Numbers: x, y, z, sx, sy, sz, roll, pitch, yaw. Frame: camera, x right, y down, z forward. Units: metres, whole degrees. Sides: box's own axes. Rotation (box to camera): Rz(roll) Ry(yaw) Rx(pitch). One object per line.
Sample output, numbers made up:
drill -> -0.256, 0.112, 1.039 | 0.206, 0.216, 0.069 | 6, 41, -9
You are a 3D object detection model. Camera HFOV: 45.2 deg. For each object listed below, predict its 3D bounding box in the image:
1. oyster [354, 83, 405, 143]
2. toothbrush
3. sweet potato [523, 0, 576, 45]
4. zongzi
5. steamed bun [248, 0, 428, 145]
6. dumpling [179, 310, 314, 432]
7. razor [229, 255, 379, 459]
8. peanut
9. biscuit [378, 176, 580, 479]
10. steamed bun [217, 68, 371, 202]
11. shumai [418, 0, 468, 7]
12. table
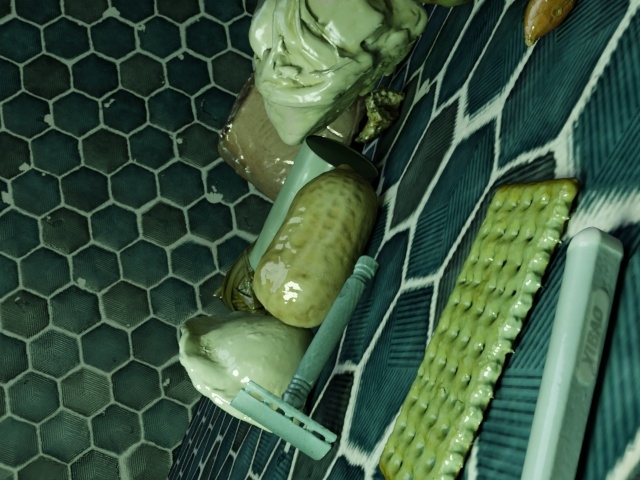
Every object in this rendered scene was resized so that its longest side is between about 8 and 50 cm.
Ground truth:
oyster -> 0.091, -0.197, 1.223 | 0.105, 0.056, 0.177 | -57, -1, 5
toothbrush -> 0.084, 0.143, 0.313 | 0.030, 0.025, 0.342 | -38, 28, 61
sweet potato -> 0.189, -0.197, 0.613 | 0.095, 0.034, 0.034 | -55, 9, 7
zongzi -> -0.052, 0.027, 1.372 | 0.288, 0.134, 0.286 | -51, 14, -9
steamed bun -> -0.005, -0.300, 1.167 | 0.268, 0.207, 0.280 | -39, -1, -16
dumpling -> -0.095, 0.143, 0.986 | 0.252, 0.179, 0.131 | -86, 16, -65
razor -> 0.007, 0.109, 0.827 | 0.232, 0.106, 0.068 | -57, 2, -34
peanut -> 0.000, 0.000, 1.006 | 0.137, 0.122, 0.253 | 110, -177, -67
biscuit -> 0.098, 0.066, 0.507 | 0.139, 0.016, 0.231 | -162, 96, -84
steamed bun -> -0.041, -0.226, 1.537 | 0.301, 0.251, 0.199 | -52, -10, 0
shumai -> 0.156, -0.451, 0.756 | 0.348, 0.395, 0.395 | -39, -11, -38
table -> -0.013, -0.037, 1.192 | 0.126, 0.126, 0.220 | -82, 17, -64
